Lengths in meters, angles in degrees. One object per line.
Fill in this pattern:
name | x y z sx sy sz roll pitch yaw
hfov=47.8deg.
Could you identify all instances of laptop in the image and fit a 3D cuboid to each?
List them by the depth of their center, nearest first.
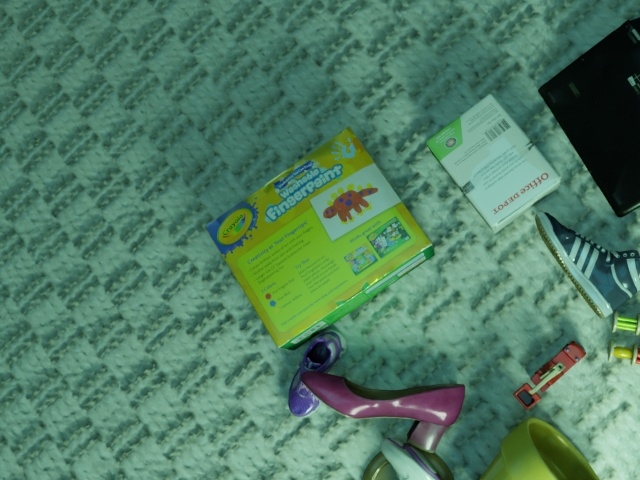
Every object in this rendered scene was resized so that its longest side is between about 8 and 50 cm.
laptop | 0.823 -0.325 1.726 0.408 0.236 0.382 -38 71 36

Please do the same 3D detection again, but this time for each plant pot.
plant pot | 0.455 0.559 1.580 0.239 0.254 0.254 -47 72 21
plant pot | 0.209 0.611 1.736 0.236 0.032 0.236 -3 80 15

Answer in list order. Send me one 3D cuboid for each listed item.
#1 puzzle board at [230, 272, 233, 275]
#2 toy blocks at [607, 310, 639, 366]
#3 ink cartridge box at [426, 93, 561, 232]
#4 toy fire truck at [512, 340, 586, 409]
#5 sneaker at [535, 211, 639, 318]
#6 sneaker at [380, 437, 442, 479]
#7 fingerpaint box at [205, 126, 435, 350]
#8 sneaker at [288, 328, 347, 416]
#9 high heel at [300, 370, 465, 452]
puzzle board | -0.174 0.056 1.941 0.128 0.011 0.096 7 84 17
toy blocks | 0.738 0.229 1.640 0.148 0.054 0.123 9 84 16
ink cartridge box | 0.421 -0.184 1.761 0.198 0.115 0.273 -36 74 8
toy fire truck | 0.524 0.302 1.644 0.192 0.135 0.047 -43 73 5
sneaker | 0.632 0.025 1.679 0.153 0.099 0.282 -34 78 9
sneaker | 0.226 0.594 1.656 0.152 0.114 0.305 -43 73 4
fingerpaint box | 0.000 0.000 1.818 0.444 0.163 0.371 -35 74 4
sneaker | -0.021 0.330 1.807 0.095 0.104 0.236 25 90 16
high heel | 0.149 0.349 1.723 0.377 0.127 0.181 25 97 -5
